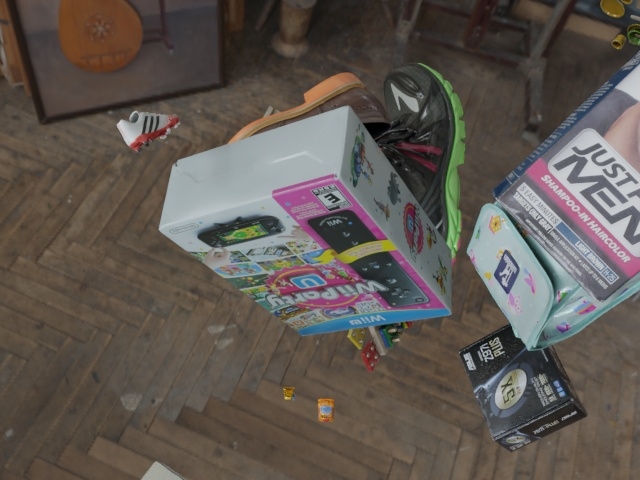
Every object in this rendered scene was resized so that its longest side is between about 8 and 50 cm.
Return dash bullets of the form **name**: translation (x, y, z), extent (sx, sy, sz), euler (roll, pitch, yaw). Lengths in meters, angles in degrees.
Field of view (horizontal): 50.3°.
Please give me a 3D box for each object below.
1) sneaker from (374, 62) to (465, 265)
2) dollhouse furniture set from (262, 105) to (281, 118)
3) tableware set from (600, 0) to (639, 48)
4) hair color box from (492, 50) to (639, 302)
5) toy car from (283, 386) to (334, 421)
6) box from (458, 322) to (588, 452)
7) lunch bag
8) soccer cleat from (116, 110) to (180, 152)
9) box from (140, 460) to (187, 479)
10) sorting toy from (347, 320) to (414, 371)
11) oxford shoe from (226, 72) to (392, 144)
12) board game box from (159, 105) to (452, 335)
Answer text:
- **sneaker**: translation (0.156, -0.149, 1.309), extent (0.202, 0.185, 0.483), euler (10, 63, -17)
- **dollhouse furniture set**: translation (-0.091, -0.192, 1.742), extent (0.212, 0.161, 0.242), euler (28, 96, -11)
- **tableware set**: translation (0.558, -0.406, 1.251), extent (0.104, 0.154, 0.024), euler (34, 81, 32)
- **hair color box**: translation (0.382, -0.112, 0.768), extent (0.174, 0.347, 0.105), euler (45, 15, 2)
- **toy car**: translation (-0.025, 0.345, 1.392), extent (0.121, 0.060, 0.041), euler (15, 27, -8)
- **box**: translation (0.342, 0.242, 1.168), extent (0.147, 0.077, 0.180), euler (-33, 45, 19)
- **lunch bag**: translation (0.361, 0.012, 1.041), extent (0.160, 0.262, 0.223), euler (24, 30, -43)
- **soccer cleat**: translation (-0.170, -0.116, 0.679), extent (0.036, 0.029, 0.083), euler (51, 33, -8)
- **box**: translation (-0.200, 0.374, 0.677), extent (0.094, 0.113, 0.275), euler (18, 59, 37)
- **sorting toy**: translation (0.144, 0.155, 1.440), extent (0.274, 0.046, 0.132), euler (-44, 116, -52)
- **oxford shoe**: translation (-0.045, -0.138, 1.140), extent (0.363, 0.130, 0.133), euler (-38, 64, -6)
- **board game box**: translation (0.000, 0.000, 0.799), extent (0.223, 0.303, 0.098), euler (-13, 56, 27)
